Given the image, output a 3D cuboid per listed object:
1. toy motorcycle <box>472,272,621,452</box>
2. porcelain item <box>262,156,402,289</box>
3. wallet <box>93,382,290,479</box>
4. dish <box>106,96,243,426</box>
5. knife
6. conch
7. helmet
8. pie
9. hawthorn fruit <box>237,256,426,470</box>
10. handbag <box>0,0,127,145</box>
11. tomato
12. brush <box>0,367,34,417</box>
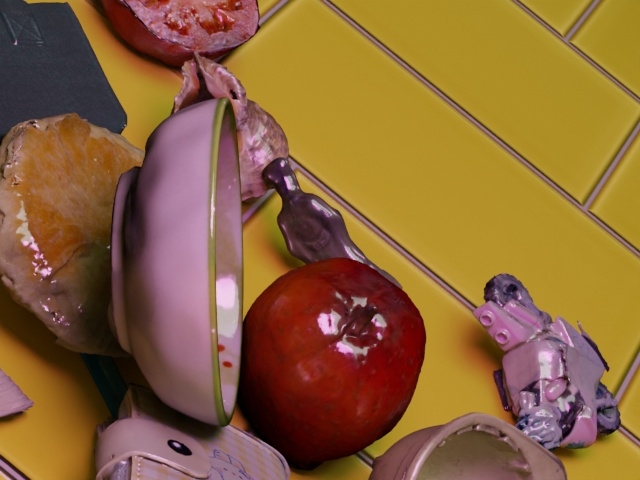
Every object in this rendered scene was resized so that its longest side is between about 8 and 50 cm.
[{"bbox_3d":[0.261,0.169,2.208,0.239,0.108,0.204,37,39,-1],"label":"toy motorcycle"},{"bbox_3d":[0.000,0.000,2.165,0.215,0.081,0.069,54,31,-2],"label":"porcelain item"},{"bbox_3d":[-0.111,0.249,1.769,0.223,0.077,0.309,31,10,-13],"label":"wallet"},{"bbox_3d":[-0.149,0.021,1.835,0.124,0.324,0.324,0,45,2],"label":"dish"},{"bbox_3d":[-0.262,0.081,1.965,0.044,0.026,0.296,-5,58,-48],"label":"knife"},{"bbox_3d":[-0.117,-0.119,2.177,0.130,0.207,0.155,0,40,24],"label":"conch"},{"bbox_3d":[0.130,0.283,1.981,0.258,0.137,0.204,23,76,-41],"label":"helmet"},{"bbox_3d":[-0.238,-0.006,1.972,0.306,0.071,0.306,34,40,-33],"label":"pie"},{"bbox_3d":[0.011,0.117,1.976,0.215,0.249,0.215,5,63,-11],"label":"hawthorn fruit"},{"bbox_3d":[-0.397,-0.178,2.068,0.326,0.089,0.238,-1,52,-36],"label":"handbag"},{"bbox_3d":[-0.189,-0.298,2.345,0.225,0.085,0.225,23,43,-23],"label":"tomato"},{"bbox_3d":[-0.403,0.165,1.744,0.090,0.017,0.314,41,31,22],"label":"brush"}]
